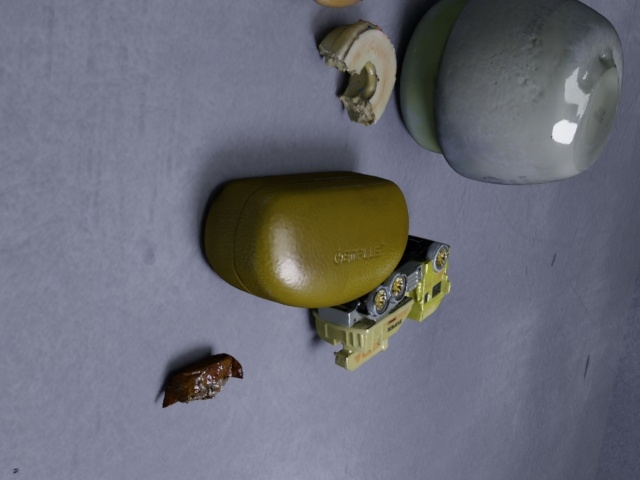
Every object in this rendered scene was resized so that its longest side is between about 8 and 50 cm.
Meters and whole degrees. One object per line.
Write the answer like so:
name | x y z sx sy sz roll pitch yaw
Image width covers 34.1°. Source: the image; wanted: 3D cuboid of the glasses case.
glasses case | 0.000 0.000 1.463 0.371 0.141 0.173 -9 112 -55

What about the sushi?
sushi | -0.159 0.188 1.391 0.120 0.052 0.055 -20 105 -55

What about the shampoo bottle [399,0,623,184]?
shampoo bottle | 0.312 -0.248 1.667 0.322 0.317 0.322 -28 124 -51

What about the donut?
donut | 0.056 -0.254 1.506 0.108 0.065 0.166 -60 145 -21

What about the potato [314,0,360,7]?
potato | 0.039 -0.371 1.382 0.178 0.109 0.118 -27 133 -47

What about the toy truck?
toy truck | 0.099 0.095 1.673 0.272 0.124 0.157 -31 128 -47
